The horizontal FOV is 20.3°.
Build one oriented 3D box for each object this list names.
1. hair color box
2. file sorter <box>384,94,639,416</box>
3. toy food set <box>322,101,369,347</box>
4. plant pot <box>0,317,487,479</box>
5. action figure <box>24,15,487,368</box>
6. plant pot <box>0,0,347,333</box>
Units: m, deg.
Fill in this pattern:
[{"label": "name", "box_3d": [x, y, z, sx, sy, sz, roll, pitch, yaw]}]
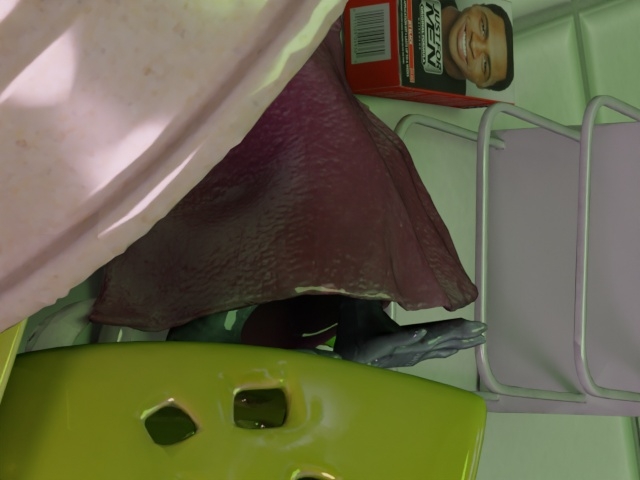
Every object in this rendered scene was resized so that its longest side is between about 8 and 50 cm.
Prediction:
[{"label": "hair color box", "box_3d": [0.071, -0.124, 1.136, 0.141, 0.043, 0.072, 0, 88, -55]}, {"label": "file sorter", "box_3d": [0.191, 0.010, 1.090, 0.173, 0.277, 0.193, 11, 80, -57]}, {"label": "toy food set", "box_3d": [0.000, 0.000, 1.035, 0.132, 0.038, 0.192, 18, 74, -53]}, {"label": "plant pot", "box_3d": [-0.089, 0.150, 0.672, 0.207, 0.228, 0.227, 21, 67, -12]}, {"label": "action figure", "box_3d": [-0.043, -0.104, 0.911, 0.248, 0.275, 0.370, 60, 13, -82]}, {"label": "plant pot", "box_3d": [-0.182, -0.175, 0.590, 0.305, 0.334, 0.334, 42, 55, -31]}]
